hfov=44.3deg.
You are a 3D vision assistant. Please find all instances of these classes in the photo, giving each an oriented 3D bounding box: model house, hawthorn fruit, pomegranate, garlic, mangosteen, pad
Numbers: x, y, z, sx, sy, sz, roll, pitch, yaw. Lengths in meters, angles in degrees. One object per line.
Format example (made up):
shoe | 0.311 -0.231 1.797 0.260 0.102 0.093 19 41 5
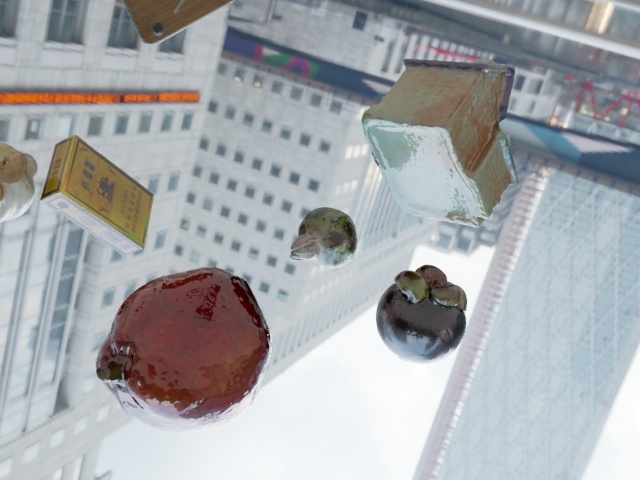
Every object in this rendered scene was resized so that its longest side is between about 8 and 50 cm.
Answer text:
model house | 0.281 -0.231 1.633 0.245 0.280 0.312 11 146 38
hawthorn fruit | -0.227 0.186 1.256 0.265 0.265 0.307 24 -160 25
pomegranate | 0.002 0.006 1.676 0.163 0.126 0.138 -40 -121 -20
garlic | -0.804 -0.120 1.899 0.203 0.185 0.281 -7 -147 22
mangosteen | 0.213 0.156 1.634 0.209 0.210 0.210 15 -163 -5
pad | -0.312 -0.593 1.641 0.286 0.284 0.018 -23 -173 18

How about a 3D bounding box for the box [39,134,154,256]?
box | -0.584 -0.114 2.086 0.301 0.084 0.193 42 -142 -43
